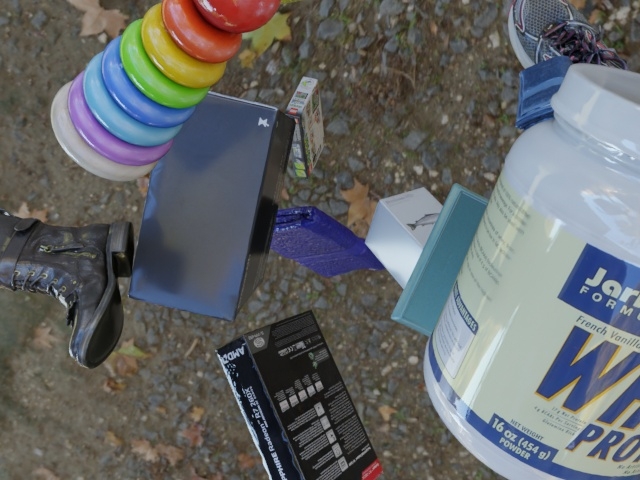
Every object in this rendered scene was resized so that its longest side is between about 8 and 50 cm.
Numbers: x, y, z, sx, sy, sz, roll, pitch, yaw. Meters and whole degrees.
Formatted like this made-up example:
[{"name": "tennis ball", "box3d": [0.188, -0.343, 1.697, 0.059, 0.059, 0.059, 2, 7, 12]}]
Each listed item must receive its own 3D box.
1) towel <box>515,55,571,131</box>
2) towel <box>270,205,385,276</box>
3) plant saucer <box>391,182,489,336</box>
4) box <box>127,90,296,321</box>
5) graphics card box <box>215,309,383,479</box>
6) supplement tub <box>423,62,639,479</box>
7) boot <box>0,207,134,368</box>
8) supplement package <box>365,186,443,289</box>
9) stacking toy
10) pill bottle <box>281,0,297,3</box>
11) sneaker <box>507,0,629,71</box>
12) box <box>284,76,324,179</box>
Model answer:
[{"name": "towel", "box3d": [0.279, -0.185, 0.754, 0.067, 0.120, 0.029, -19, 125, 38]}, {"name": "towel", "box3d": [0.000, 0.000, 1.487, 0.227, 0.076, 0.308, -11, 152, 38]}, {"name": "plant saucer", "box3d": [0.160, 0.027, 0.766, 0.067, 0.018, 0.192, 25, 89, -9]}, {"name": "box", "box3d": [-0.174, -0.074, 1.065, 0.178, 0.312, 0.344, 13, 97, 0]}, {"name": "graphics card box", "box3d": [-0.036, 0.339, 1.193, 0.094, 0.232, 0.371, -29, 81, 34]}, {"name": "supplement tub", "box3d": [0.247, 0.035, 0.534, 0.235, 0.235, 0.325, 16, 119, 0]}, {"name": "boot", "box3d": [-0.384, 0.058, 0.822, 0.228, 0.263, 0.091, 2, 133, -7]}, {"name": "supplement package", "box3d": [0.174, 0.014, 1.006, 0.105, 0.179, 0.105, -18, 142, -29]}, {"name": "stacking toy", "box3d": [-0.159, -0.198, 0.655, 0.330, 0.141, 0.141, -31, 114, 37]}, {"name": "pill bottle", "box3d": [-0.009, -0.492, 0.978, 0.333, 0.188, 0.188, -4, 123, 15]}, {"name": "sneaker", "box3d": [0.398, -0.269, 0.913, 0.120, 0.112, 0.299, -34, 78, 6]}, {"name": "box", "box3d": [-0.032, -0.244, 1.335, 0.036, 0.114, 0.207, 16, 150, 14]}]
